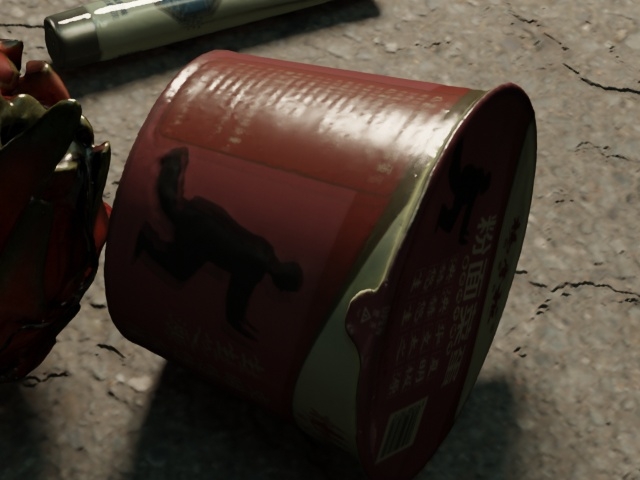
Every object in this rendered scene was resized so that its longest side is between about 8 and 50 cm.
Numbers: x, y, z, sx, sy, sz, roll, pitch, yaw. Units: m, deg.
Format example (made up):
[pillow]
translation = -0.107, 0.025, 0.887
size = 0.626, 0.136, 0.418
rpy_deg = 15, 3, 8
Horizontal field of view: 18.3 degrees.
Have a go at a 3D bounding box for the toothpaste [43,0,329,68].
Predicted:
[toothpaste]
translation = -0.071, -0.162, 1.345
size = 0.239, 0.039, 0.062
rpy_deg = -18, 49, -22

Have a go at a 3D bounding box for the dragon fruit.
[dragon fruit]
translation = -0.206, -0.015, 1.092
size = 0.193, 0.274, 0.192
rpy_deg = 47, 38, -26

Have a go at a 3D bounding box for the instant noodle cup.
[instant noodle cup]
translation = 0.000, 0.000, 1.113
size = 0.178, 0.235, 0.235
rpy_deg = 19, 51, 20
